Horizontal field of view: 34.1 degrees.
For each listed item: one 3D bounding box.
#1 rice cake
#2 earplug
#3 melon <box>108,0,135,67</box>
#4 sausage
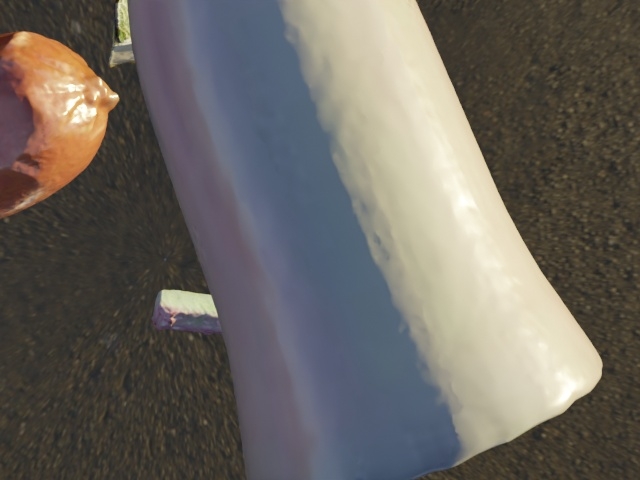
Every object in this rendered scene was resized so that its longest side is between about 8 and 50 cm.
[{"bbox_3d":[-0.079,0.110,1.346,0.290,0.081,0.051,9,59,-26],"label":"rice cake"},{"bbox_3d":[-0.004,-0.051,0.486,0.172,0.172,0.301,-20,88,-8],"label":"earplug"},{"bbox_3d":[-0.231,-0.301,1.444,0.140,0.093,0.202,19,49,-18],"label":"melon"},{"bbox_3d":[-0.284,-0.085,0.869,0.254,0.148,0.148,-19,92,23],"label":"sausage"}]
